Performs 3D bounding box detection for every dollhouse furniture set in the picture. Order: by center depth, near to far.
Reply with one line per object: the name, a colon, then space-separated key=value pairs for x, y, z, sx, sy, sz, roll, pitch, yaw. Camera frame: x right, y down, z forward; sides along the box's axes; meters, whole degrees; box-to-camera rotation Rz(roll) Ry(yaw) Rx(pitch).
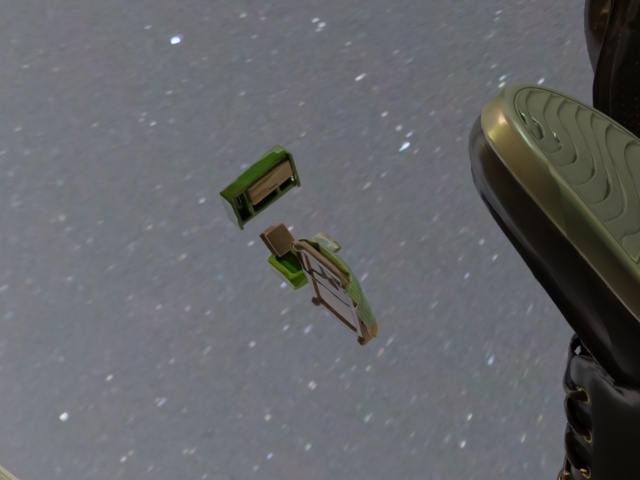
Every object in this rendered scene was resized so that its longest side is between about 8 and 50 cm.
dollhouse furniture set: x=0.000 y=0.000 z=1.006 sx=0.152 sy=0.058 sz=0.076 roll=39 pitch=-20 yaw=35

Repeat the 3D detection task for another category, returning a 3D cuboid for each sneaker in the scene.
sneaker: x=0.100 y=0.058 z=0.495 sx=0.118 sy=0.083 sz=0.222 roll=-36 pitch=-81 yaw=32

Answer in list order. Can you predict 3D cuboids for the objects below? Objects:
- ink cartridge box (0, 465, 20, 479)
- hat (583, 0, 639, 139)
ink cartridge box: x=-0.215 y=0.136 z=0.418 sx=0.171 sy=0.232 sz=0.168 roll=-2 pitch=-38 yaw=50
hat: x=0.268 y=-0.163 z=0.945 sx=0.134 sy=0.331 sz=0.331 roll=35 pitch=-62 yaw=50
